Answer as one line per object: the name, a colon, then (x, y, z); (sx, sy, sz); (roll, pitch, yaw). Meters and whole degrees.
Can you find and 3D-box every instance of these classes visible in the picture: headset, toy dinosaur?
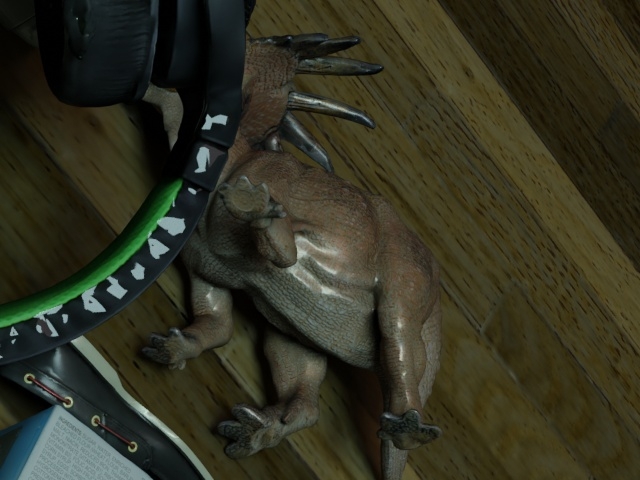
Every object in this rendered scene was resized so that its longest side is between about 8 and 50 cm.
headset: (-0.129, -0.139, 0.670); (0.243, 0.185, 0.394); (17, 87, -16)
toy dinosaur: (0.000, 0.000, 0.878); (0.295, 0.127, 0.200); (51, 35, -21)

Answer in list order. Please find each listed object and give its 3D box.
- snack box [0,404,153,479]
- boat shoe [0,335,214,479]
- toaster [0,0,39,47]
snack box: (-0.050, 0.243, 0.733); (0.322, 0.060, 0.187); (43, 45, -21)
boat shoe: (-0.100, 0.090, 0.781); (0.133, 0.049, 0.042); (48, 70, -26)
toaster: (-0.132, -0.202, 0.840); (0.146, 0.129, 0.227); (50, 43, -17)
